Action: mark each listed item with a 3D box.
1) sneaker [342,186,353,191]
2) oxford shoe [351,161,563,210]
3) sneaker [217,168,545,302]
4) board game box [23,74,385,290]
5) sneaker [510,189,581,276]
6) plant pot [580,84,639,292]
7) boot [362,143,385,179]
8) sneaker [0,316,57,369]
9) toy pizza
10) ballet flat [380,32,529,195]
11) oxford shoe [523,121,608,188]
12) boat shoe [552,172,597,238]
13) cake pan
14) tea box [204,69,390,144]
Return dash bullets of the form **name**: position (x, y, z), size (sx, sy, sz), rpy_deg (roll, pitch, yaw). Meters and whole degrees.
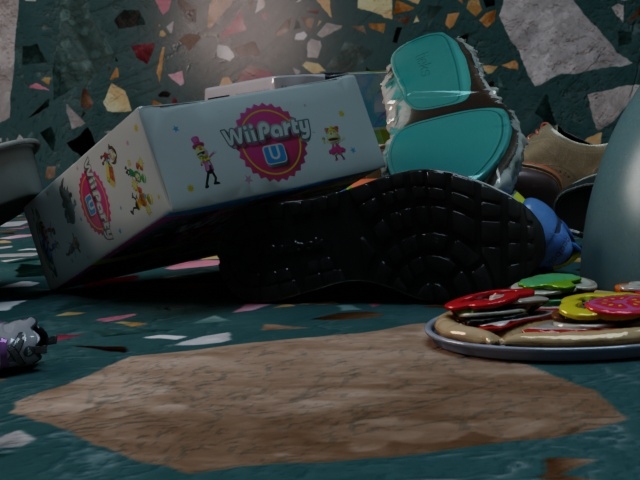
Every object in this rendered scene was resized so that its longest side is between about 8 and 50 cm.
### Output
- **sneaker**: position (0.000, 0.000, 1.301), size (0.078, 0.067, 0.188), rpy_deg (-40, 7, 22)
- **oxford shoe**: position (0.142, -0.026, 1.419), size (0.271, 0.097, 0.098), rpy_deg (-10, 22, 2)
- **sneaker**: position (0.062, -0.004, 1.089), size (0.283, 0.107, 0.124), rpy_deg (-1, 1, 26)
- **board game box**: position (-0.119, -0.048, 1.197), size (0.224, 0.097, 0.303), rpy_deg (-13, -9, -33)
- **sneaker**: position (0.190, 0.006, 1.163), size (0.082, 0.069, 0.209), rpy_deg (33, -1, 6)
- **plant pot**: position (0.350, -0.063, 1.008), size (0.290, 0.195, 0.290), rpy_deg (-3, 5, 0)
- **boot**: position (0.017, -0.037, 1.580), size (0.283, 0.109, 0.220), rpy_deg (7, -18, -17)
- **sneaker**: position (-0.214, 0.068, 0.864), size (0.069, 0.038, 0.098), rpy_deg (-5, 15, -30)
- **toy pizza**: position (0.169, 0.046, 0.839), size (0.201, 0.032, 0.201), rpy_deg (-4, 5, 0)
- **ballet flat**: position (0.141, -0.089, 1.305), size (0.147, 0.147, 0.409), rpy_deg (-3, 29, 5)
- **oxford shoe**: position (0.278, -0.088, 1.660), size (0.348, 0.130, 0.123), rpy_deg (-2, 6, 21)
- **boat shoe**: position (0.332, -0.032, 1.279), size (0.233, 0.084, 0.079), rpy_deg (5, 9, 41)
- **cake pan**: position (-0.399, -0.013, 1.250), size (0.293, 0.054, 0.293), rpy_deg (-27, 2, 1)
- **tea box**: position (0.032, -0.137, 1.875), size (0.323, 0.220, 0.329), rpy_deg (-7, 6, -20)
